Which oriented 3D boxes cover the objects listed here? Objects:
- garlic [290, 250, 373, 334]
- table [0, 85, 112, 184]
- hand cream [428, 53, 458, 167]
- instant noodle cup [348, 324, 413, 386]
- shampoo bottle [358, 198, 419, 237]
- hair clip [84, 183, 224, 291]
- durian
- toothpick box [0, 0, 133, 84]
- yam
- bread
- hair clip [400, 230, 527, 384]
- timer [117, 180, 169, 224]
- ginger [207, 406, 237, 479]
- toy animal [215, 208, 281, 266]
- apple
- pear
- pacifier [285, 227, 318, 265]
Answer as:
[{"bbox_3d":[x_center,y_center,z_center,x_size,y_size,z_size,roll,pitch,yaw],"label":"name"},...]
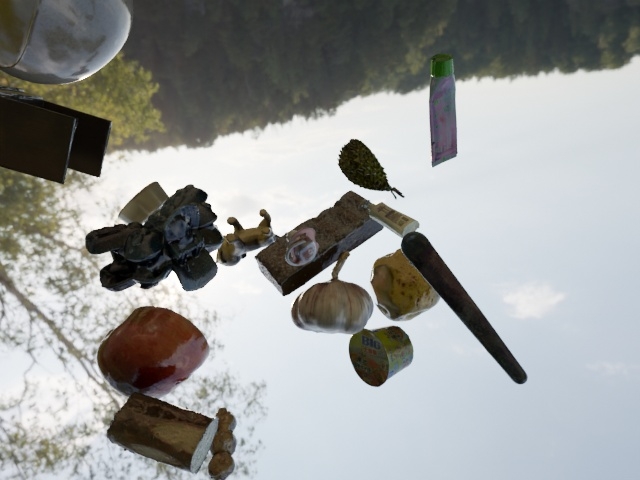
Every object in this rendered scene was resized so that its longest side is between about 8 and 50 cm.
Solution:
[{"bbox_3d":[0.046,0.153,1.460,0.245,0.253,0.245,7,175,1],"label":"garlic"},{"bbox_3d":[-0.777,-0.294,1.361,0.282,0.196,0.250,17,-170,-4],"label":"table"},{"bbox_3d":[0.304,-0.314,1.210,0.079,0.275,0.050,-8,-142,5],"label":"hand cream"},{"bbox_3d":[0.214,0.387,1.706,0.153,0.205,0.205,-10,-163,-39],"label":"instant noodle cup"},{"bbox_3d":[0.135,-0.051,1.004,0.049,0.034,0.141,-38,-132,-17],"label":"shampoo bottle"},{"bbox_3d":[-0.341,0.003,1.091,0.206,0.194,0.310,14,-143,38],"label":"hair clip"},{"bbox_3d":[0.112,-0.173,1.158,0.100,0.086,0.215,3,-136,-48],"label":"durian"},{"bbox_3d":[-0.646,-0.584,1.044,0.409,0.425,0.408,-7,-117,15],"label":"toothpick box"},{"bbox_3d":[-0.374,0.448,1.161,0.238,0.128,0.129,19,-151,4],"label":"yam"},{"bbox_3d":[0.000,0.000,1.534,0.417,0.113,0.165,-35,-134,-22],"label":"bread"},{"bbox_3d":[0.218,0.104,0.759,0.048,0.083,0.275,-35,-113,4],"label":"hair clip"},{"bbox_3d":[-0.514,-0.047,1.644,0.175,0.266,0.175,-44,-170,9],"label":"timer"},{"bbox_3d":[-0.287,0.603,1.450,0.080,0.104,0.204,5,-143,-11],"label":"ginger"},{"bbox_3d":[-0.250,-0.005,1.612,0.233,0.168,0.121,-20,-127,-2],"label":"toy animal"},{"bbox_3d":[-0.456,0.326,1.291,0.293,0.251,0.163,-35,-156,31],"label":"apple"},{"bbox_3d":[0.301,0.157,1.774,0.271,0.271,0.271,-9,-158,4],"label":"pear"},{"bbox_3d":[-0.049,0.008,1.033,0.081,0.099,0.078,-31,-130,-17],"label":"pacifier"}]
